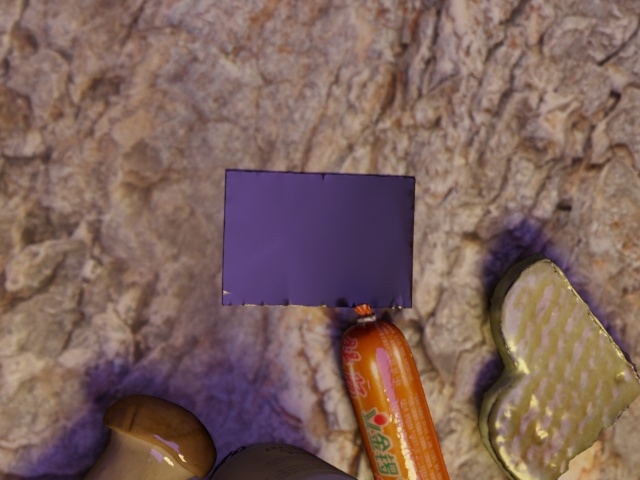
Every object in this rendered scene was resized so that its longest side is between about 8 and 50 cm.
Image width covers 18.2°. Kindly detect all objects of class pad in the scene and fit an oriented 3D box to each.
[{"bbox_3d":[0.000,0.000,1.884,0.190,0.004,0.127,2,93,-17],"label":"pad"}]

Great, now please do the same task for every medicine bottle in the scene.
[{"bbox_3d":[-0.010,0.268,1.764,0.143,0.258,0.143,-1,95,-18],"label":"medicine bottle"}]

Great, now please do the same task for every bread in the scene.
[{"bbox_3d":[0.233,0.125,1.934,0.172,0.064,0.232,0,95,-18],"label":"bread"}]

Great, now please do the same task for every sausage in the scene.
[{"bbox_3d":[0.070,0.171,1.881,0.071,0.071,0.234,-20,99,-15],"label":"sausage"}]

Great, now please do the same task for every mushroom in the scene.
[{"bbox_3d":[-0.206,0.304,1.779,0.128,0.128,0.350,30,80,-17],"label":"mushroom"}]
